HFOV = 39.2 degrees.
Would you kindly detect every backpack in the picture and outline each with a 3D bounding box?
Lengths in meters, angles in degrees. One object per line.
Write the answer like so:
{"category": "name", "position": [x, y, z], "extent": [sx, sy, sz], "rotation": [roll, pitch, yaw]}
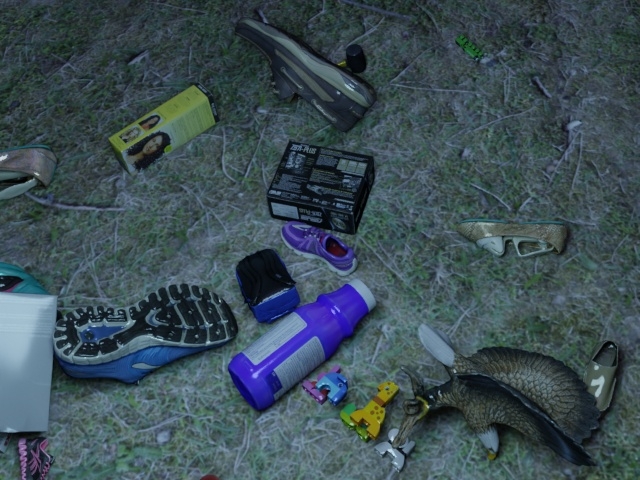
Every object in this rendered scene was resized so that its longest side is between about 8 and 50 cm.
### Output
{"category": "backpack", "position": [-0.102, 0.085, 1.651], "extent": [0.098, 0.101, 0.120], "rotation": [-23, 53, -11]}

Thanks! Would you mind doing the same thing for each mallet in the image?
{"category": "mallet", "position": [0.008, -0.380, 1.974], "extent": [0.190, 0.062, 0.039], "rotation": [-16, 54, -4]}

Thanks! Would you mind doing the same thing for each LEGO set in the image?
{"category": "LEGO set", "position": [0.079, 0.272, 1.515], "extent": [0.227, 0.087, 0.093], "rotation": [38, 68, 25]}

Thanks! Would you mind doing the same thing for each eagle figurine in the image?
{"category": "eagle figurine", "position": [0.287, 0.259, 1.436], "extent": [0.298, 0.225, 0.226], "rotation": [-6, 52, 23]}

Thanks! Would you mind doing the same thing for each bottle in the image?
{"category": "bottle", "position": [-0.028, 0.173, 1.573], "extent": [0.283, 0.118, 0.092], "rotation": [-38, 60, -17]}

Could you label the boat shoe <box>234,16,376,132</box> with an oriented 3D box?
{"category": "boat shoe", "position": [-0.053, -0.352, 1.903], "extent": [0.355, 0.132, 0.130], "rotation": [36, 105, 19]}

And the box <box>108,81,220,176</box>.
{"category": "box", "position": [-0.328, -0.235, 1.902], "extent": [0.232, 0.087, 0.058], "rotation": [-37, 58, -16]}

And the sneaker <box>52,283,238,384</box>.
{"category": "sneaker", "position": [-0.310, 0.173, 1.601], "extent": [0.330, 0.147, 0.129], "rotation": [-6, 58, -23]}

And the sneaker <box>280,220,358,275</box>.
{"category": "sneaker", "position": [0.000, 0.000, 1.715], "extent": [0.170, 0.071, 0.068], "rotation": [26, 62, 22]}

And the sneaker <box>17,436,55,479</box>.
{"category": "sneaker", "position": [-0.480, 0.386, 1.528], "extent": [0.057, 0.047, 0.119], "rotation": [-10, 56, -15]}

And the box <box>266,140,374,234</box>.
{"category": "box", "position": [0.002, -0.106, 1.782], "extent": [0.180, 0.077, 0.147], "rotation": [11, 58, 13]}

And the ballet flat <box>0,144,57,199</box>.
{"category": "ballet flat", "position": [-0.708, -0.130, 1.865], "extent": [0.316, 0.107, 0.106], "rotation": [-8, 69, 1]}

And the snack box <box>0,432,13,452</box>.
{"category": "snack box", "position": [-0.562, 0.290, 1.611], "extent": [0.064, 0.022, 0.178], "rotation": [7, 57, 13]}

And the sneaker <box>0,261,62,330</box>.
{"category": "sneaker", "position": [-0.645, 0.130, 1.649], "extent": [0.296, 0.123, 0.178], "rotation": [-19, 52, -23]}

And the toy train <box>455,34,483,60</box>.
{"category": "toy train", "position": [0.331, -0.427, 2.000], "extent": [0.024, 0.017, 0.083], "rotation": [-35, 59, -5]}

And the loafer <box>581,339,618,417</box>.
{"category": "loafer", "position": [0.472, 0.229, 1.522], "extent": [0.056, 0.050, 0.148], "rotation": [11, 58, 14]}

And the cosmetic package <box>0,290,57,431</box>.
{"category": "cosmetic package", "position": [-0.526, 0.208, 1.541], "extent": [0.127, 0.107, 0.237], "rotation": [7, 83, -22]}

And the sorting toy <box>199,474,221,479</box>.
{"category": "sorting toy", "position": [-0.078, 0.455, 1.434], "extent": [0.275, 0.046, 0.132], "rotation": [6, 57, 10]}

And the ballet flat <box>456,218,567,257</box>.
{"category": "ballet flat", "position": [0.357, -0.002, 1.683], "extent": [0.206, 0.073, 0.067], "rotation": [0, 71, 11]}
